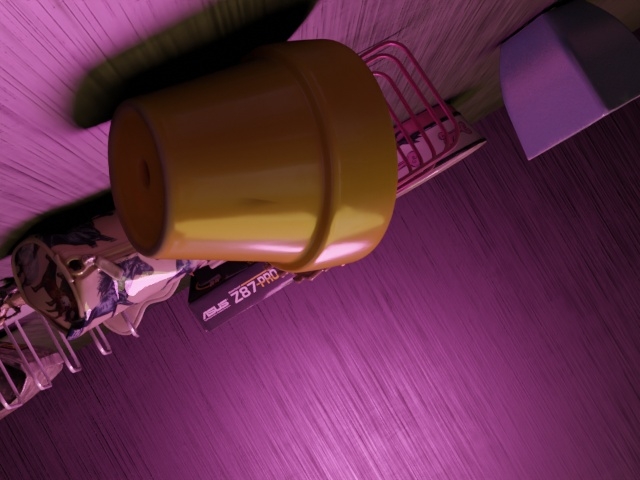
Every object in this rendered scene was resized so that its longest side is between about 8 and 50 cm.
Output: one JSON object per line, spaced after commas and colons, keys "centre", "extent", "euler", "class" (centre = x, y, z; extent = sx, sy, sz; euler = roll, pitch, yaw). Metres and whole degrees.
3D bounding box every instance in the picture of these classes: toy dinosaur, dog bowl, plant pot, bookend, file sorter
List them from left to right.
{"centre": [-0.465, 0.073, 1.617], "extent": [0.268, 0.064, 0.118], "euler": [-33, -176, 7], "class": "toy dinosaur"}
{"centre": [-0.495, 0.170, 1.858], "extent": [0.277, 0.173, 0.193], "euler": [-30, 178, -10], "class": "file sorter"}
{"centre": [-0.250, 0.026, 1.994], "extent": [0.156, 0.157, 0.072], "euler": [-33, 176, 40], "class": "bookend"}
{"centre": [-0.085, -0.081, 1.054], "extent": [0.239, 0.254, 0.254], "euler": [-10, 167, -30], "class": "plant pot"}
{"centre": [0.071, -0.159, 1.550], "extent": [0.182, 0.202, 0.290], "euler": [-33, 178, -13], "class": "file sorter"}
{"centre": [0.241, -0.227, 2.705], "extent": [0.408, 0.150, 0.408], "euler": [-31, 177, -2], "class": "dog bowl"}
{"centre": [0.527, -0.362, 2.116], "extent": [0.247, 0.252, 0.248], "euler": [-29, 177, -36], "class": "plant pot"}

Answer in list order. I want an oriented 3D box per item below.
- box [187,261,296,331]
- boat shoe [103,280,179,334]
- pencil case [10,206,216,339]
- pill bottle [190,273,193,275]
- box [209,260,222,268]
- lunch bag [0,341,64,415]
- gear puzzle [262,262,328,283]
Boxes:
{"centre": [-0.151, 0.026, 2.327], "extent": [0.318, 0.097, 0.395], "euler": [-29, -160, 7], "class": "box"}
{"centre": [-0.383, 0.086, 2.204], "extent": [0.340, 0.127, 0.113], "euler": [-53, -172, 45], "class": "boat shoe"}
{"centre": [-0.237, -0.006, 1.469], "extent": [0.410, 0.160, 0.183], "euler": [-28, -169, -34], "class": "pencil case"}
{"centre": [-0.224, -0.003, 2.114], "extent": [0.121, 0.121, 0.216], "euler": [-29, 177, -31], "class": "pill bottle"}
{"centre": [-0.131, -0.066, 1.862], "extent": [0.148, 0.127, 0.232], "euler": [-30, 179, -43], "class": "box"}
{"centre": [-0.715, 0.308, 2.132], "extent": [0.287, 0.169, 0.235], "euler": [-26, 178, 3], "class": "lunch bag"}
{"centre": [0.000, 0.000, 1.750], "extent": [0.175, 0.044, 0.339], "euler": [-40, -161, -14], "class": "gear puzzle"}
